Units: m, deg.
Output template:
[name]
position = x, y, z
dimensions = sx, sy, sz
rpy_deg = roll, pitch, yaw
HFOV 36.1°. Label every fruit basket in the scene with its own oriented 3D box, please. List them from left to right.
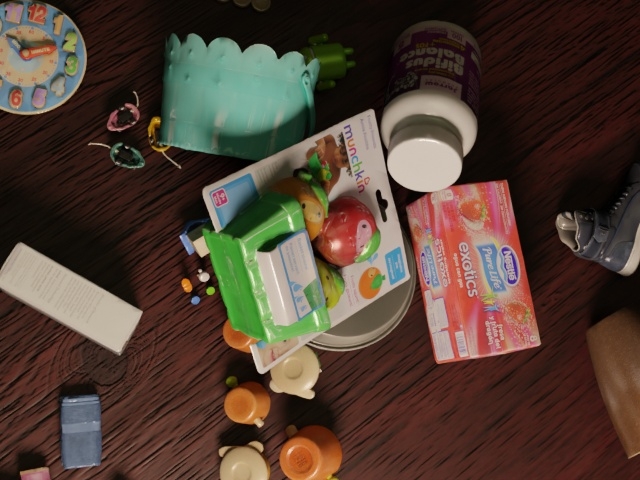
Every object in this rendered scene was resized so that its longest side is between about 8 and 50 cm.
[fruit basket]
position = 0.000, 0.000, 1.582
dimensions = 0.353, 0.165, 0.327
rpy_deg = -26, 115, -27

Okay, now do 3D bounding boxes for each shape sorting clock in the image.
[shape sorting clock]
position = -0.514, -0.322, 1.714
dimensions = 0.206, 0.040, 0.206
rpy_deg = 2, 79, -11

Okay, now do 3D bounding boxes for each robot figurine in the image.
[robot figurine]
position = 0.005, -0.327, 1.807
dimensions = 0.115, 0.067, 0.101
rpy_deg = -9, 94, -13

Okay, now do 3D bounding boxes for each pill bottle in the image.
[pill bottle]
position = 0.193, -0.234, 1.720
dimensions = 0.169, 0.169, 0.302
rpy_deg = 17, 49, -8

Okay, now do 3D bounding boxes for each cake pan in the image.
[cake pan]
position = 0.037, 0.049, 1.752
dimensions = 0.293, 0.054, 0.293
rpy_deg = 2, 79, -11

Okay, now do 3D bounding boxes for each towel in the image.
[towel]
position = -0.397, 0.316, 1.628
dimensions = 0.067, 0.029, 0.120
rpy_deg = -1, 79, -12

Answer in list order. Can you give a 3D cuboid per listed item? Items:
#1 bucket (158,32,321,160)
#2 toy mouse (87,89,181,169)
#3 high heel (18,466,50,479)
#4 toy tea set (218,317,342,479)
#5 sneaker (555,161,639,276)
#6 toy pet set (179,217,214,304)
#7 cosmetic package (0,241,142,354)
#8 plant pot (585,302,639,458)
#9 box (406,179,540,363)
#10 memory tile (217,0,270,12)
[bucket]
position = -0.140, -0.232, 1.653
dimensions = 0.281, 0.281, 0.183
rpy_deg = 9, 95, -10
[toy mouse]
position = -0.338, -0.180, 1.729
dimensions = 0.143, 0.031, 0.161
rpy_deg = -17, 83, -14
[high heel]
position = -0.535, 0.444, 1.551
dimensions = 0.244, 0.082, 0.117
rpy_deg = -8, 71, -26
[toy tea set]
position = -0.069, 0.273, 1.680
dimensions = 0.199, 0.124, 0.336
rpy_deg = -5, 83, 18
[sneaker]
position = 0.540, -0.064, 1.858
dimensions = 0.163, 0.086, 0.226
rpy_deg = 18, 78, -10
[toy pet set]
position = -0.204, 0.027, 1.717
dimensions = 0.122, 0.065, 0.114
rpy_deg = -32, 122, -12
[cosmetic package]
position = -0.411, 0.098, 1.620
dimensions = 0.231, 0.117, 0.086
rpy_deg = 29, 77, -6
[plant pot]
position = 0.586, 0.238, 1.769
dimensions = 0.215, 0.215, 0.230
rpy_deg = -24, 71, -15
[box]
position = 0.266, 0.058, 1.744
dimensions = 0.142, 0.154, 0.300
rpy_deg = -7, 81, -19
[memory tile]
position = -0.157, -0.490, 1.832
dimensions = 0.148, 0.012, 0.113
rpy_deg = 12, 78, -9
